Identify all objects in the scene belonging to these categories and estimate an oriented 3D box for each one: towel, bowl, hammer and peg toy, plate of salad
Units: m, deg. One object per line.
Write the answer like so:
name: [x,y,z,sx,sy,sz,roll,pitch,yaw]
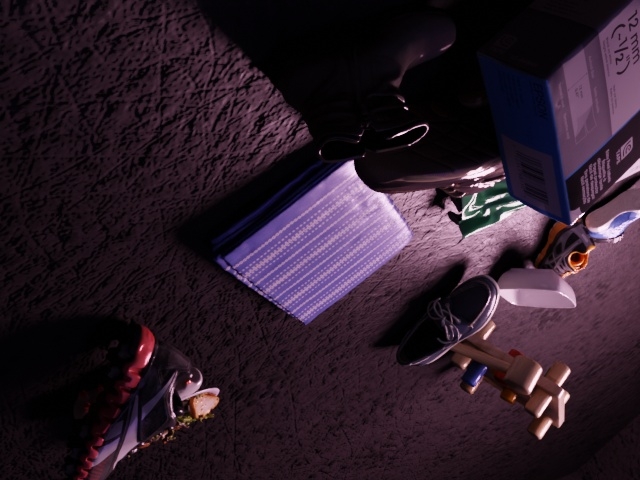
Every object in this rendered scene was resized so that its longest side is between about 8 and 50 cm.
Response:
towel: [0.000,0.000,1.261,0.243,0.040,0.336,-38,151,3]
bowl: [0.437,0.094,1.725,0.142,0.053,0.142,1,163,34]
hammer and peg toy: [0.398,0.271,1.819,0.127,0.266,0.361,-52,151,-13]
plate of salad: [-0.251,0.302,1.403,0.200,0.048,0.200,-29,165,-8]

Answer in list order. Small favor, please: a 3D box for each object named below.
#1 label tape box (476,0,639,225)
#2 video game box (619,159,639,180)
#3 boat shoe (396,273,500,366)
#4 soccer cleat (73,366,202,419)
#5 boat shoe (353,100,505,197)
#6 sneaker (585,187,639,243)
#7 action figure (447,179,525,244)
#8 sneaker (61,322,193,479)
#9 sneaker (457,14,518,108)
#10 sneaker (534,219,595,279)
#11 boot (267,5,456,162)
label tape box: [0.369,-0.225,1.072,0.348,0.115,0.249,-40,136,-14]
video game box: [0.512,-0.165,1.479,0.205,0.048,0.187,-25,151,-14]
boat shoe: [0.240,0.159,1.651,0.254,0.095,0.079,-43,161,33]
soccer cleat: [-0.276,0.240,1.305,0.196,0.068,0.076,-14,132,-16]
boat shoe: [0.202,-0.115,1.182,0.356,0.132,0.130,-15,145,-25]
sneaker: [0.608,-0.045,1.725,0.152,0.058,0.084,-29,144,1]
action figure: [0.321,-0.086,1.399,0.232,0.063,0.137,-21,146,-13]
sneaker: [-0.271,0.256,1.215,0.135,0.097,0.276,24,101,-22]
sneaker: [0.245,-0.254,1.107,0.188,0.066,0.071,-41,132,3]
sneaker: [0.492,0.036,1.715,0.084,0.083,0.215,-28,151,-11]
boot: [0.076,-0.167,0.957,0.247,0.161,0.083,-21,148,-20]
